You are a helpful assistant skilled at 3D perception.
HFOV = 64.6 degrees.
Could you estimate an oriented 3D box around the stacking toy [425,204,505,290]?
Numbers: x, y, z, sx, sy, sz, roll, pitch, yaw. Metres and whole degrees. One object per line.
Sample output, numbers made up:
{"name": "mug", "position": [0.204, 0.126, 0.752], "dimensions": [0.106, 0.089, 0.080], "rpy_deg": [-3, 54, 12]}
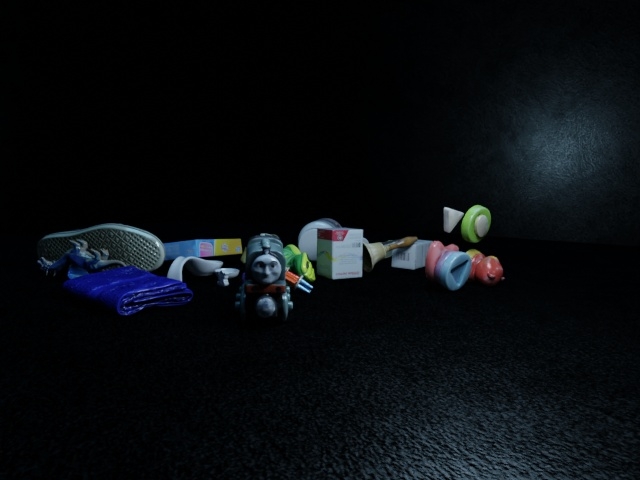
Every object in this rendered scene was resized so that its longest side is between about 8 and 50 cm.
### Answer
{"name": "stacking toy", "position": [0.504, 0.032, 1.677], "dimensions": [0.309, 0.279, 0.130], "rpy_deg": [-2, 18, -39]}

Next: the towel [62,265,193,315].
{"name": "towel", "position": [-0.532, 0.128, 1.390], "dimensions": [0.308, 0.076, 0.228], "rpy_deg": [7, 8, 38]}

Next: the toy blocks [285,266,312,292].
{"name": "toy blocks", "position": [-0.093, 0.113, 1.523], "dimensions": [0.148, 0.054, 0.123], "rpy_deg": [31, -2, 3]}

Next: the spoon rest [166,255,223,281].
{"name": "spoon rest", "position": [-0.433, 0.087, 1.741], "dimensions": [0.137, 0.084, 0.276], "rpy_deg": [3, 8, 12]}

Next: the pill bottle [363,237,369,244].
{"name": "pill bottle", "position": [0.138, 0.025, 2.360], "dimensions": [0.094, 0.094, 0.169], "rpy_deg": [-4, 9, -38]}

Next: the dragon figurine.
{"name": "dragon figurine", "position": [-0.761, 0.087, 1.644], "dimensions": [0.289, 0.144, 0.085], "rpy_deg": [21, 6, 1]}

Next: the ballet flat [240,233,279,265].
{"name": "ballet flat", "position": [-0.250, 0.030, 2.141], "dimensions": [0.123, 0.123, 0.348], "rpy_deg": [3, 7, 12]}

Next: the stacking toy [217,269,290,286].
{"name": "stacking toy", "position": [-0.201, 0.123, 1.625], "dimensions": [0.221, 0.052, 0.167], "rpy_deg": [8, 9, 38]}

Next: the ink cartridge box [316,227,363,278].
{"name": "ink cartridge box", "position": [0.068, 0.045, 1.831], "dimensions": [0.128, 0.176, 0.127], "rpy_deg": [-1, 5, -28]}

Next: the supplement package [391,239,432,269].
{"name": "supplement package", "position": [0.384, 0.055, 2.111], "dimensions": [0.105, 0.105, 0.179], "rpy_deg": [5, 7, 34]}

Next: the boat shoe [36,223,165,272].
{"name": "boat shoe", "position": [-0.748, 0.027, 1.774], "dimensions": [0.500, 0.186, 0.156], "rpy_deg": [-2, 11, 20]}

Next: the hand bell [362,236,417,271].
{"name": "hand bell", "position": [0.272, 0.025, 1.975], "dimensions": [0.242, 0.126, 0.126], "rpy_deg": [-19, 13, -19]}

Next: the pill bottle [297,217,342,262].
{"name": "pill bottle", "position": [0.000, 0.000, 2.188], "dimensions": [0.176, 0.176, 0.318], "rpy_deg": [3, 7, 10]}

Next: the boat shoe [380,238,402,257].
{"name": "boat shoe", "position": [0.341, 0.033, 2.391], "dimensions": [0.228, 0.081, 0.069], "rpy_deg": [-8, 15, -41]}

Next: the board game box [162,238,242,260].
{"name": "board game box", "position": [-0.489, 0.038, 1.972], "dimensions": [0.242, 0.064, 0.316], "rpy_deg": [-6, -1, 20]}

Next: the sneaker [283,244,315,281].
{"name": "sneaker", "position": [-0.102, 0.095, 1.777], "dimensions": [0.124, 0.109, 0.295], "rpy_deg": [-24, 15, -13]}

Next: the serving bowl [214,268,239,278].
{"name": "serving bowl", "position": [-0.323, 0.116, 1.748], "dimensions": [0.083, 0.027, 0.083], "rpy_deg": [2, 6, 0]}

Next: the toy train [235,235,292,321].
{"name": "toy train", "position": [-0.145, 0.091, 1.303], "dimensions": [0.142, 0.190, 0.334], "rpy_deg": [0, 7, -6]}
